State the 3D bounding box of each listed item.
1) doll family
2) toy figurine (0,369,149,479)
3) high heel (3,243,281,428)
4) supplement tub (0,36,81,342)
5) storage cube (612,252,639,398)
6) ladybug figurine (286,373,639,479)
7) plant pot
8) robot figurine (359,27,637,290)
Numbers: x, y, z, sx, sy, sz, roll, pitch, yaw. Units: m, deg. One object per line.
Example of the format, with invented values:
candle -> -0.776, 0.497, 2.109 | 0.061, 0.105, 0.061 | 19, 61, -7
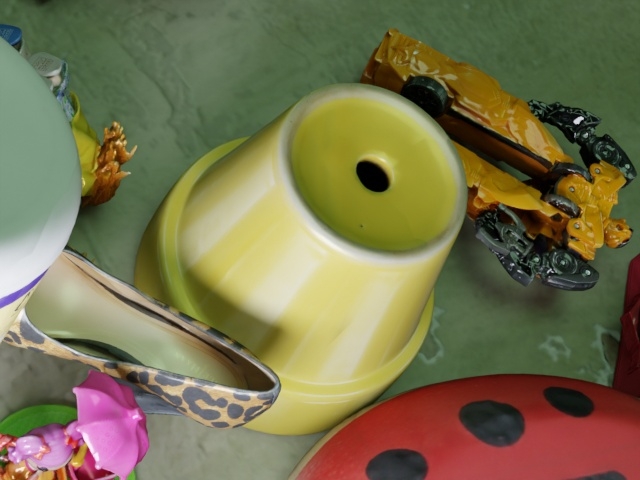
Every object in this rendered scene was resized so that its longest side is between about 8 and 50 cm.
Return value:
doll family -> -0.227, -0.040, 1.519 | 0.118, 0.163, 0.263 | 5, 53, 22
toy figurine -> -0.199, 0.158, 1.412 | 0.173, 0.159, 0.130 | -10, 67, -28
high heel -> -0.151, 0.051, 1.414 | 0.261, 0.186, 0.093 | 47, 55, -36
supplement tub -> -0.317, 0.026, 1.187 | 0.241, 0.331, 0.241 | 21, 41, -20
storage cube -> 0.399, 0.080, 1.710 | 0.215, 0.193, 0.184 | 22, 56, -13
ladybug figurine -> 0.165, 0.241, 1.530 | 0.449, 0.162, 0.305 | -7, 66, -27
plant pot -> 0.000, 0.000, 1.545 | 0.254, 0.239, 0.254 | 12, 58, -19
robot figurine -> 0.157, -0.067, 1.749 | 0.291, 0.085, 0.211 | 31, 55, -5
